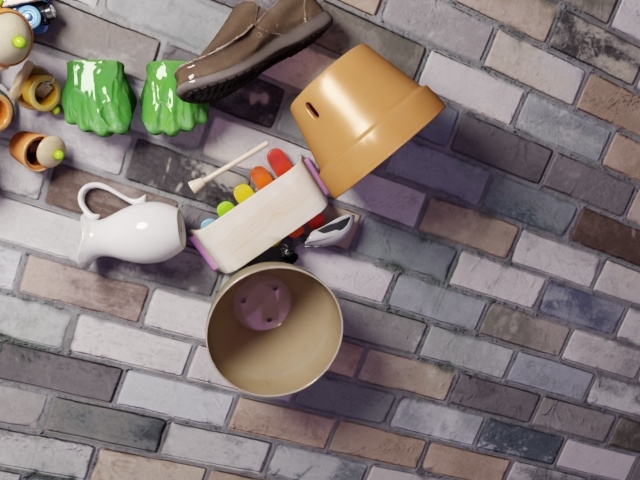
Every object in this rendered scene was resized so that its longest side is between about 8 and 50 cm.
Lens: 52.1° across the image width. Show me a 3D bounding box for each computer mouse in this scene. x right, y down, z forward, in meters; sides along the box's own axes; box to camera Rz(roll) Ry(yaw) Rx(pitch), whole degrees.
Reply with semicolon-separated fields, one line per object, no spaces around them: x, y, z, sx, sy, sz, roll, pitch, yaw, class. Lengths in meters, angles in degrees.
0.000;0.000;1.452;0.192;0.106;0.042;-27;75;-10;computer mouse

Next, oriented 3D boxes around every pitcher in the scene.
-0.389;-0.038;1.338;0.207;0.125;0.178;-6;91;-1;pitcher

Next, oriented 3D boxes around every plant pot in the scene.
-0.110;0.165;1.415;0.284;0.191;0.284;-3;105;-12;plant pot
0.075;-0.252;1.322;0.291;0.291;0.203;-41;94;-1;plant pot

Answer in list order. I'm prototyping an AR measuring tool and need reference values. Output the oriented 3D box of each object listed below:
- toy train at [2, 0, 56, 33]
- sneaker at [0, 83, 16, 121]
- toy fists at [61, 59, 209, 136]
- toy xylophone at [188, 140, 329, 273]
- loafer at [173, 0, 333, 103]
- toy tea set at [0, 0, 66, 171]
-0.585;-0.425;1.202;0.184;0.080;0.105;-15;99;-6;toy train
-0.628;-0.277;1.207;0.064;0.076;0.167;-12;133;10;sneaker
-0.360;-0.272;1.287;0.279;0.096;0.142;-2;90;-14;toy fists
-0.138;-0.078;1.401;0.322;0.081;0.236;-27;109;-6;toy xylophone
-0.146;-0.387;1.275;0.366;0.133;0.130;-37;97;-27;loafer
-0.542;-0.259;1.167;0.200;0.124;0.336;-59;153;-18;toy tea set
